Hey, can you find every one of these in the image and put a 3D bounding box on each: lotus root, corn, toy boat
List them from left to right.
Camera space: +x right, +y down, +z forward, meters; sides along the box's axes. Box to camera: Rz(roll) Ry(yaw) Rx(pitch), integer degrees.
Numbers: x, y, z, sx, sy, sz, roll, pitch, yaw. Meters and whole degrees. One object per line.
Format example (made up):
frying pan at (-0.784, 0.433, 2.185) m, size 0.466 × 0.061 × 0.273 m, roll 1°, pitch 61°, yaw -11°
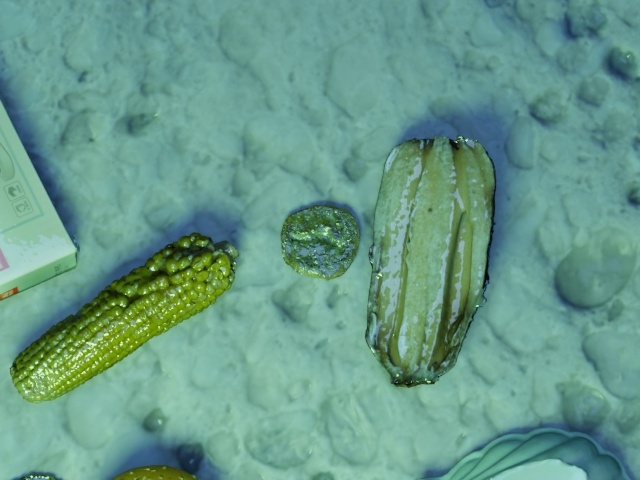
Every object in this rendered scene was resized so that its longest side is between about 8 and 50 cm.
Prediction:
corn at (-0.242, 0.095, 1.879) m, size 0.320 × 0.097 × 0.097 m, roll -34°, pitch 81°, yaw -8°
lotus root at (0.148, 0.031, 1.928) m, size 0.167 × 0.078 × 0.329 m, roll 6°, pitch 77°, yaw 22°
toy boat at (0.261, 0.330, 1.847) m, size 0.290 × 0.100 × 0.199 m, roll -7°, pitch 77°, yaw -6°

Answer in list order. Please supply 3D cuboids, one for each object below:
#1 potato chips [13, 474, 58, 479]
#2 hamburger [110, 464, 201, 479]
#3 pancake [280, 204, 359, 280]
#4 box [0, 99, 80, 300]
potato chips at (-0.364, 0.393, 1.838) m, size 0.220 × 0.029 × 0.202 m, roll -14°, pitch 77°, yaw -9°
hamburger at (-0.196, 0.365, 1.800) m, size 0.191 × 0.118 × 0.182 m, roll 45°, pitch 72°, yaw 0°
pancake at (-0.001, 0.000, 1.952) m, size 0.108 × 0.017 × 0.108 m, roll 0°, pitch 74°, yaw -1°
box at (-0.419, -0.061, 1.908) m, size 0.135 × 0.079 × 0.269 m, roll -25°, pitch 79°, yaw -15°
